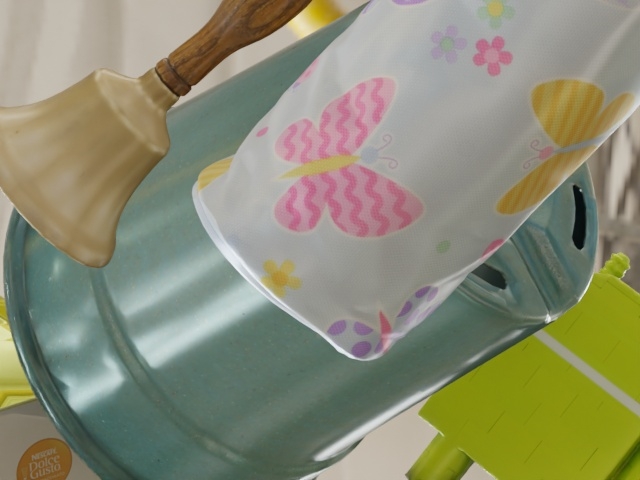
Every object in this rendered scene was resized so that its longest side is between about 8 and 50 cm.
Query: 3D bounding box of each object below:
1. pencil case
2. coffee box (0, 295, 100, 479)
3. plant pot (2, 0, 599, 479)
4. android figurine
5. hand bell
[{"bbox_3d":[0.067,-0.078,0.729,0.273,0.124,0.113,-48,-28,12],"label":"pencil case"},{"bbox_3d":[-0.401,0.239,1.486,0.337,0.338,0.334,-15,-62,-33],"label":"coffee box"},{"bbox_3d":[0.000,0.000,1.271,0.341,0.334,0.341,26,-131,-34],"label":"plant pot"},{"bbox_3d":[0.201,0.136,1.480,0.273,0.248,0.056,-53,-24,-1],"label":"android figurine"},{"bbox_3d":[-0.083,-0.106,1.046,0.242,0.126,0.126,-39,-51,11],"label":"hand bell"}]
